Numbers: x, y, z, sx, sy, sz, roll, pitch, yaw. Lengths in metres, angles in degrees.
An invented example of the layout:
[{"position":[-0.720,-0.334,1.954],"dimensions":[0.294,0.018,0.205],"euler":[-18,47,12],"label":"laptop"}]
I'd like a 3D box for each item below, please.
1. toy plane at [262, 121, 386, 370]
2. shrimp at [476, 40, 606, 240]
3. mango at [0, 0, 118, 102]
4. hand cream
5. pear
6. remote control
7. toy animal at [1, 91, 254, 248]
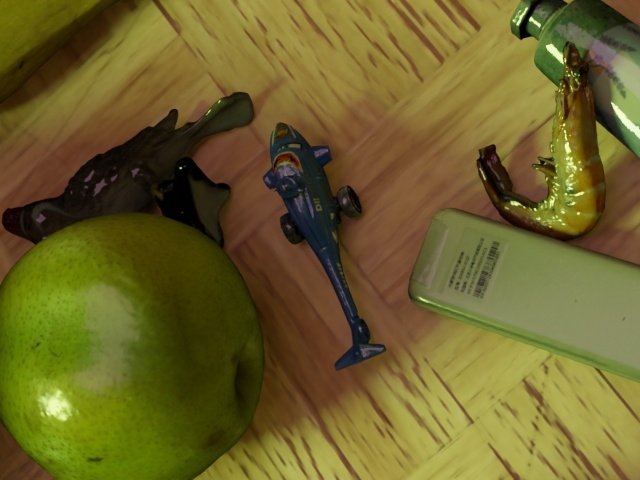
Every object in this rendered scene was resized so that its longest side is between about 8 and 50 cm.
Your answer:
[{"position":[0.000,0.000,0.958],"dimensions":[0.054,0.062,0.167],"euler":[-25,79,17],"label":"toy plane"},{"position":[0.134,-0.061,0.902],"dimensions":[0.091,0.025,0.127],"euler":[19,117,37],"label":"shrimp"},{"position":[-0.258,-0.198,1.086],"dimensions":[0.332,0.142,0.195],"euler":[-35,70,5],"label":"mango"},{"position":[0.220,-0.068,0.884],"dimensions":[0.256,0.055,0.088],"euler":[42,94,20],"label":"hand cream"},{"position":[-0.144,0.069,0.940],"dimensions":[0.216,0.166,0.180],"euler":[7,95,12],"label":"pear"},{"position":[0.176,0.045,0.885],"dimensions":[0.261,0.029,0.067],"euler":[18,83,25],"label":"remote control"},{"position":[-0.137,-0.034,1.036],"dimensions":[0.202,0.070,0.105],"euler":[-18,58,22],"label":"toy animal"}]
